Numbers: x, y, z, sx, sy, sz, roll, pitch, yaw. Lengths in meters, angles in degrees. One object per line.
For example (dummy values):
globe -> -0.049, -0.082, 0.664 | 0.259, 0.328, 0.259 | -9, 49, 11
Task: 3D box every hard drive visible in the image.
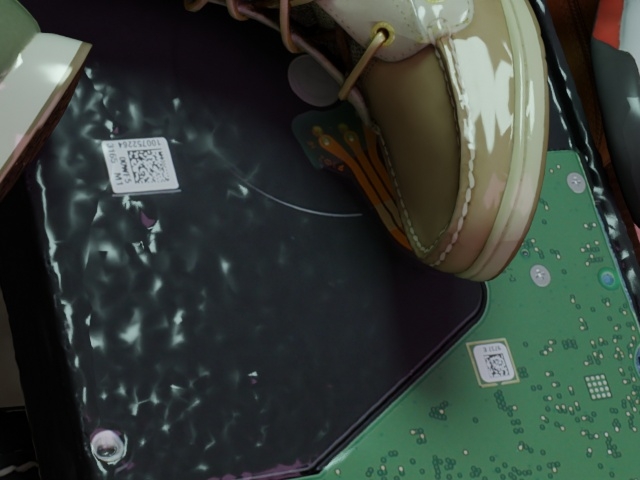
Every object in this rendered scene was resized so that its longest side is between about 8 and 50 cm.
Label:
hard drive -> 0.000, 0.000, 0.611 | 0.237, 0.064, 0.339 | -6, 68, -28

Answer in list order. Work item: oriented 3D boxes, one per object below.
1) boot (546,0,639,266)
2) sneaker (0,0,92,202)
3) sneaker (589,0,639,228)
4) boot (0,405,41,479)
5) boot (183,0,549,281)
boot -> 0.054, -0.060, 0.758 | 0.295, 0.104, 0.211 | -20, 92, -43
sneaker -> -0.155, -0.006, 0.494 | 0.086, 0.064, 0.192 | 35, 70, -5
sneaker -> 0.207, -0.091, 0.718 | 0.270, 0.145, 0.090 | -51, 127, -61
boot -> -0.224, -0.002, 0.555 | 0.377, 0.138, 0.284 | -3, 91, -32
boot -> -0.016, -0.086, 0.562 | 0.165, 0.077, 0.213 | 5, 58, -25
